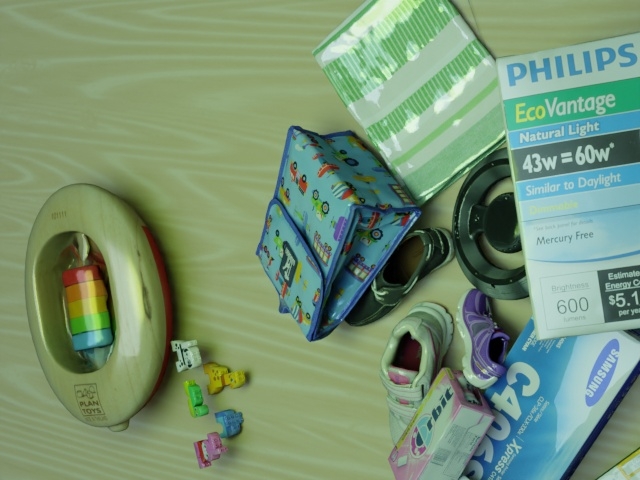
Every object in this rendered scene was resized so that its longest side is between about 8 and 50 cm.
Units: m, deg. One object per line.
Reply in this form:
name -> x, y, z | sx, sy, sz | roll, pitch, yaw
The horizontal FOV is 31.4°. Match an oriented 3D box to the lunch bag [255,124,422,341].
lunch bag -> 0.000, 0.000, 1.829 | 0.221, 0.138, 0.293 | 53, 129, 40

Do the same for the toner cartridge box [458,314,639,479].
toner cartridge box -> 0.330, 0.244, 1.674 | 0.165, 0.075, 0.348 | 36, 110, 24

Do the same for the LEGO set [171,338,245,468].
LEGO set -> -0.177, 0.271, 1.984 | 0.093, 0.087, 0.227 | -21, 81, 46

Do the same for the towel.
towel -> 0.148, -0.245, 1.788 | 0.248, 0.038, 0.325 | -40, 72, 26

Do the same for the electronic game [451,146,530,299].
electronic game -> 0.281, -0.026, 1.683 | 0.229, 0.048, 0.229 | -9, 78, 49

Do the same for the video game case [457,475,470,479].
video game case -> 0.271, 0.453, 1.695 | 0.190, 0.022, 0.173 | 37, 148, 25

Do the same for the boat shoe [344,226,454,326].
boat shoe -> 0.107, 0.058, 1.805 | 0.233, 0.079, 0.084 | -42, 72, 30

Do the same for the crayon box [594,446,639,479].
crayon box -> 0.507, 0.443, 1.568 | 0.203, 0.083, 0.323 | -44, 69, 26

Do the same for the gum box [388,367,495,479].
gum box -> 0.179, 0.290, 1.689 | 0.188, 0.062, 0.107 | -62, 20, 18

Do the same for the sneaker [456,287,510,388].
sneaker -> 0.251, 0.140, 1.692 | 0.071, 0.068, 0.170 | -38, 40, 36

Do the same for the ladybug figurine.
ladybug figurine -> -0.387, 0.119, 2.066 | 0.305, 0.162, 0.449 | -8, 87, 33

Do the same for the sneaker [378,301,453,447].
sneaker -> 0.138, 0.224, 1.772 | 0.103, 0.111, 0.252 | 2, 94, 32

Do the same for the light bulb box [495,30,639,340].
light bulb box -> 0.430, -0.078, 1.458 | 0.357, 0.225, 0.361 | -9, 88, 14
